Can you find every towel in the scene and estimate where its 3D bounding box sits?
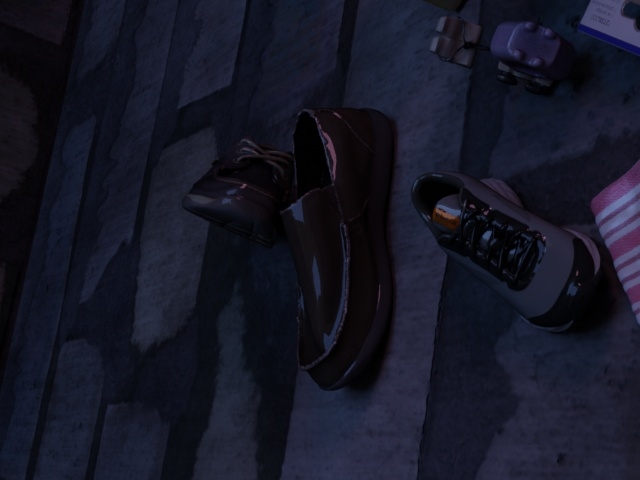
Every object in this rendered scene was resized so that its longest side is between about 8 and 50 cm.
[{"bbox_3d":[0.300,-0.002,1.043,0.144,0.029,0.197,-51,35,37],"label":"towel"}]

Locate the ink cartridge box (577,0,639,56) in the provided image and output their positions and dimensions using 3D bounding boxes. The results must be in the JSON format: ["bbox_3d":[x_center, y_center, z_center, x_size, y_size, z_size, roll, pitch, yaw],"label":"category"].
[{"bbox_3d":[0.365,-0.324,1.063,0.371,0.069,0.176,-64,30,12],"label":"ink cartridge box"}]

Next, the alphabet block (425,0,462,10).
[{"bbox_3d":[0.112,-0.419,1.447,0.197,0.192,0.193,-56,30,31],"label":"alphabet block"}]

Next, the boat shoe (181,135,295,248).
[{"bbox_3d":[-0.103,-0.076,1.648,0.130,0.132,0.355,-65,11,-1],"label":"boat shoe"}]

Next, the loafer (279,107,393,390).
[{"bbox_3d":[0.000,0.000,1.482,0.134,0.130,0.366,-34,47,51],"label":"loafer"}]

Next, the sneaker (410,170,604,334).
[{"bbox_3d":[0.171,0.006,1.193,0.100,0.108,0.271,-65,30,12],"label":"sneaker"}]

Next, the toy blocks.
[{"bbox_3d":[0.144,-0.334,1.159,0.260,0.289,0.309,-8,-62,-83],"label":"toy blocks"}]
